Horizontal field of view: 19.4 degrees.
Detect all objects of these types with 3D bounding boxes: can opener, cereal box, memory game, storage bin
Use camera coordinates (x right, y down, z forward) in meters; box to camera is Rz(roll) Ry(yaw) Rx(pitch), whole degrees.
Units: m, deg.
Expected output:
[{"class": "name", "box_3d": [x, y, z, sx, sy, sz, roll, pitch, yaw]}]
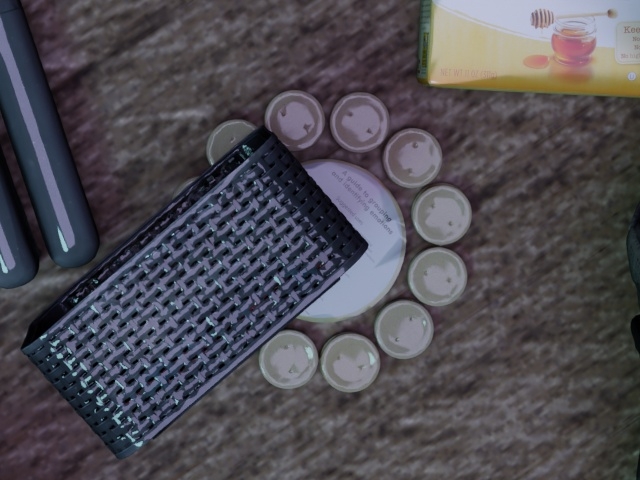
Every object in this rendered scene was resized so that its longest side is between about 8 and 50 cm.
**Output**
[{"class": "can opener", "box_3d": [-0.198, -0.110, 1.047, 0.076, 0.095, 0.283, -18, 98, -3]}, {"class": "cereal box", "box_3d": [0.149, -0.206, 1.097, 0.173, 0.047, 0.240, 2, 96, -7]}, {"class": "memory game", "box_3d": [0.000, 0.000, 1.122, 0.186, 0.012, 0.186, -1, 96, -6]}, {"class": "storage bin", "box_3d": [-0.071, 0.026, 1.049, 0.180, 0.122, 0.084, -41, 99, 0]}]

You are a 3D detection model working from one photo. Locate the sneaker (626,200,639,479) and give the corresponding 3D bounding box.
[{"class": "sneaker", "box_3d": [0.228, 0.079, 1.027, 0.202, 0.185, 0.483, 16, 77, -48]}]
